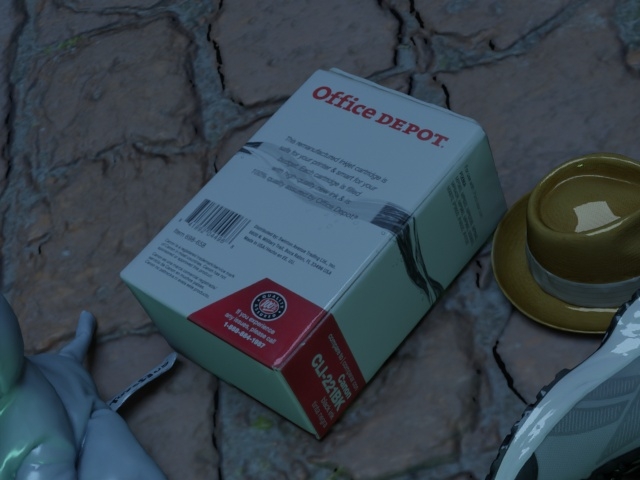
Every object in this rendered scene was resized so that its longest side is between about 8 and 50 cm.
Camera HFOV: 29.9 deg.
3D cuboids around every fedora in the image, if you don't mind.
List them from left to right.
[{"bbox_3d":[0.230,-0.014,0.968,0.194,0.079,0.194,-11,49,12],"label":"fedora"}]

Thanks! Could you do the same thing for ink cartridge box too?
[{"bbox_3d":[0.000,0.000,1.024,0.197,0.114,0.273,26,66,37],"label":"ink cartridge box"}]

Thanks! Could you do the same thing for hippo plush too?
[{"bbox_3d":[-0.242,0.138,0.919,0.234,0.236,0.294,20,61,34],"label":"hippo plush"}]

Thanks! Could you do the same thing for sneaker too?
[{"bbox_3d":[0.210,0.131,0.843,0.271,0.100,0.108,-43,70,-10],"label":"sneaker"}]
